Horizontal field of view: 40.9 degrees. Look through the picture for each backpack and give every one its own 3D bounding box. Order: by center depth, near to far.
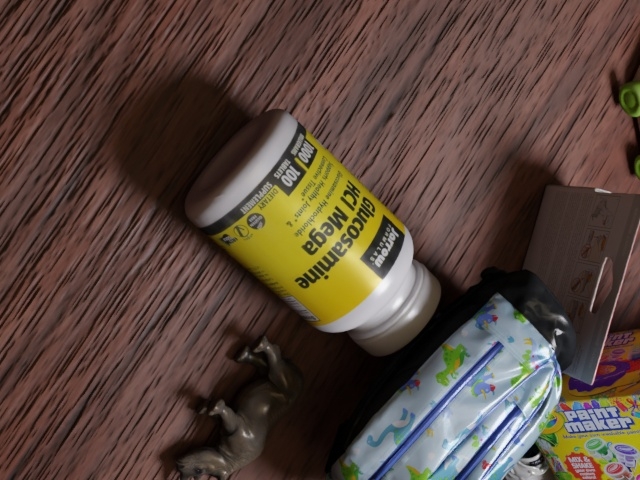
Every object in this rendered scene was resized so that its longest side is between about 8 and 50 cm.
[{"bbox_3d":[0.168,0.239,1.161,0.355,0.290,0.273,-30,79,-15],"label":"backpack"}]

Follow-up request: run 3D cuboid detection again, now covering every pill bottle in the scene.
[{"bbox_3d":[0.000,0.000,1.140,0.334,0.188,0.188,42,81,-20],"label":"pill bottle"}]

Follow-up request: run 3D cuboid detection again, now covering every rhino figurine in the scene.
[{"bbox_3d":[-0.115,0.254,1.189,0.106,0.073,0.243,38,84,-17],"label":"rhino figurine"}]

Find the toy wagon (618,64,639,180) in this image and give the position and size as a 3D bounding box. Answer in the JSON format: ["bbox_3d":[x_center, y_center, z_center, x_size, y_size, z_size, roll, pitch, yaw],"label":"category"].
[{"bbox_3d":[0.632,-0.175,1.422,0.267,0.068,0.344,-20,104,-17],"label":"toy wagon"}]

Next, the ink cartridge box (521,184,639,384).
[{"bbox_3d":[0.382,0.059,1.263,0.060,0.239,0.275,16,91,-21],"label":"ink cartridge box"}]

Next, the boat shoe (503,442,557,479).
[{"bbox_3d":[0.320,0.334,1.354,0.095,0.084,0.258,-38,107,-13],"label":"boat shoe"}]

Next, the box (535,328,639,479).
[{"bbox_3d":[0.499,0.287,1.268,0.177,0.290,0.279,-42,105,-41],"label":"box"}]
